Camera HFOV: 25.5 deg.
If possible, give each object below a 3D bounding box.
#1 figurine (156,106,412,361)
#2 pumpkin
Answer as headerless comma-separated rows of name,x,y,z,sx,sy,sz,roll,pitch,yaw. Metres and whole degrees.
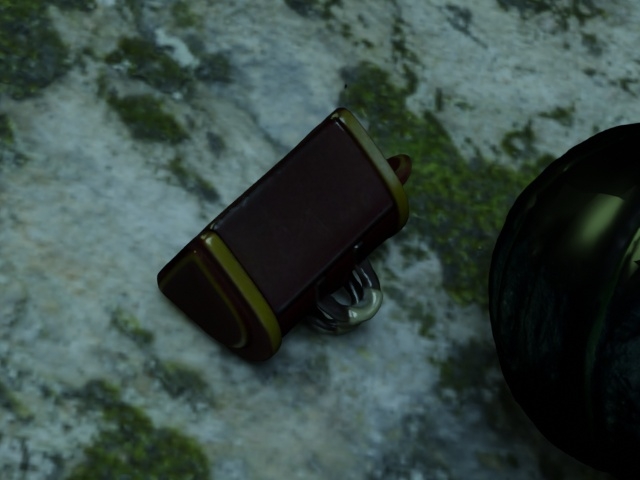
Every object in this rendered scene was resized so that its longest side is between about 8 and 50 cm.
figurine,0.000,0.000,0.757,0.098,0.082,0.154,48,62,2
pumpkin,0.192,0.068,0.686,0.248,0.248,0.248,5,59,-8
